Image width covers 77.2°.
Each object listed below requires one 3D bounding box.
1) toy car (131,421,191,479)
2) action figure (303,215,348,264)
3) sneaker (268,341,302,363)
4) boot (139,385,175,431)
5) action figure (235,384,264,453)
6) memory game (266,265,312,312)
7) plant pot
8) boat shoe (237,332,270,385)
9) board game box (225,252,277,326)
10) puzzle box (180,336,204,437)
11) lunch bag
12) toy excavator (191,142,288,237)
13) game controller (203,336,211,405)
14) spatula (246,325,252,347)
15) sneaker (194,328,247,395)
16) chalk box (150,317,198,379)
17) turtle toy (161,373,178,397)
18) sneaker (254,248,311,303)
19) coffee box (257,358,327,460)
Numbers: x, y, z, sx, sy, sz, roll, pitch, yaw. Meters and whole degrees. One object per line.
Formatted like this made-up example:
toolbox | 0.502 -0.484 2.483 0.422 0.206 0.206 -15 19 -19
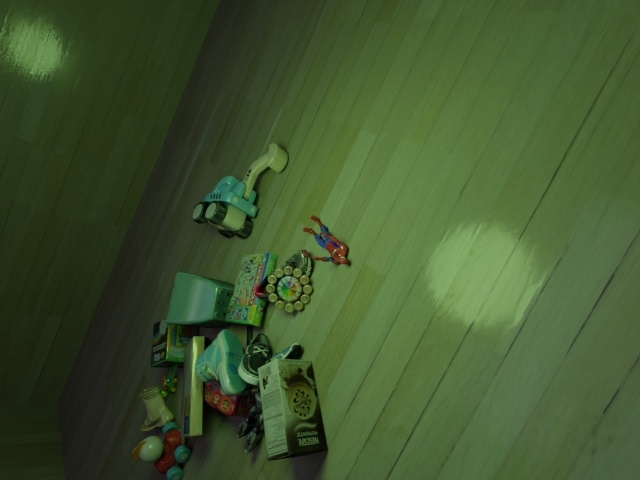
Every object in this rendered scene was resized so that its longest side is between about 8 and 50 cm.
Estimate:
toy car | -0.776 1.001 1.887 0.219 0.238 0.210 25 95 49
action figure | 0.000 0.000 1.494 0.280 0.139 0.091 46 112 43
sneaker | -0.149 0.453 1.525 0.211 0.080 0.081 -51 47 21
boot | -0.890 0.880 2.102 0.262 0.095 0.203 -29 86 33
action figure | -0.234 0.652 1.522 0.185 0.099 0.285 30 108 30
memory game | -0.122 0.190 1.554 0.186 0.012 0.186 1 95 10
plant pot | -0.523 0.290 1.885 0.252 0.248 0.247 -1 75 34
boat shoe | -0.240 0.443 1.539 0.301 0.108 0.102 -106 40 -81
board game box | -0.309 0.215 1.784 0.213 0.046 0.317 -8 63 46
puzzle box | -0.580 0.666 1.813 0.272 0.052 0.409 -43 46 54
lunch bag | -0.376 0.585 1.705 0.293 0.120 0.258 1 73 47
toy excavator | -0.384 -0.253 1.967 0.433 0.222 0.445 3 70 47
game controller | -0.577 0.636 1.935 0.166 0.067 0.319 -29 55 37
spatula | -0.329 0.358 1.793 0.084 0.030 0.296 -39 50 30
sneaker | -0.398 0.523 1.573 0.208 0.127 0.319 -44 30 8
chalk box | -0.750 0.561 2.069 0.180 0.179 0.289 -27 58 38
turtle toy | -0.819 0.777 2.146 0.095 0.066 0.130 4 79 48
sneaker | -0.146 0.150 1.611 0.299 0.112 0.121 -48 46 24
coffee box | -0.099 0.568 1.363 0.119 0.168 0.297 -36 53 34
